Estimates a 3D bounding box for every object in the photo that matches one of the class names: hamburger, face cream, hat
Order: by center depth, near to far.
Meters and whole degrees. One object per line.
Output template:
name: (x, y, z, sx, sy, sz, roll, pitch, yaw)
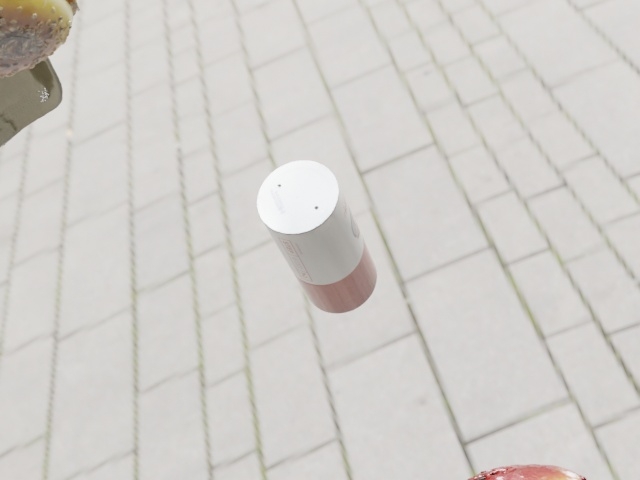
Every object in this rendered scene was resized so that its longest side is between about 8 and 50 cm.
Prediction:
hamburger: (-0.245, -0.171, 1.080, 0.141, 0.126, 0.081, -31, 64, 16)
hat: (-0.299, -0.155, 1.216, 0.147, 0.175, 0.085, -32, 43, -4)
face cream: (0.000, 0.000, 1.714, 0.095, 0.214, 0.096, -7, 61, 12)

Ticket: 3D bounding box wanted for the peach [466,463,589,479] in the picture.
peach: (0.126, 0.210, 0.973, 0.172, 0.092, 0.127, -16, 26, -24)
